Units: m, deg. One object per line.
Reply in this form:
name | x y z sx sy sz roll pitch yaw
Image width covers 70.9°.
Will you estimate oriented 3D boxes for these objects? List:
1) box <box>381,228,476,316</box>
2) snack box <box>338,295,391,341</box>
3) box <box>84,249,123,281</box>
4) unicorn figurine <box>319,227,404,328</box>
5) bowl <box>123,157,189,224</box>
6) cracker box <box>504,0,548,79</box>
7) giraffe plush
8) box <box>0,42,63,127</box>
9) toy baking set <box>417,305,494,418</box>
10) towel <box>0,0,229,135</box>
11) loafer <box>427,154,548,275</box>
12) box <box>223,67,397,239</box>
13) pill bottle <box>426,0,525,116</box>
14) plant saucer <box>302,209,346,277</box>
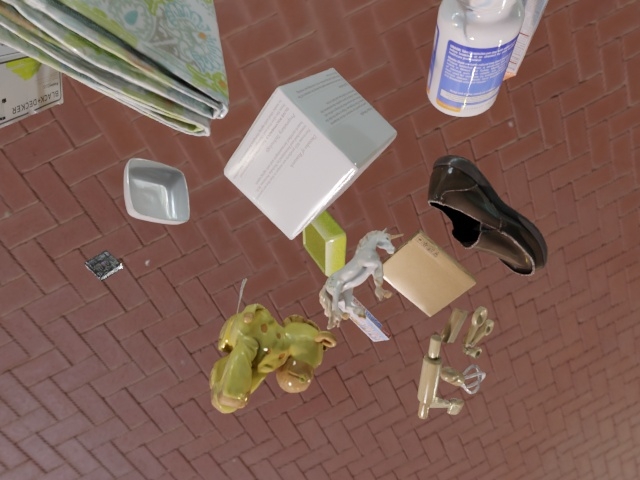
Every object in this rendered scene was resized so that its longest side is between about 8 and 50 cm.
box | 0.268 0.089 1.152 0.201 0.021 0.164 40 120 -9
snack box | 0.122 0.223 1.274 0.178 0.022 0.064 46 141 -18
box | -0.580 0.066 1.204 0.067 0.083 0.018 -40 143 -32
unicorn figurine | 0.060 0.046 0.634 0.162 0.111 0.060 -30 131 6
bowl | -0.363 -0.100 0.982 0.053 0.142 0.142 -26 156 36
cracker box | 0.445 -0.492 1.038 0.067 0.156 0.232 21 102 -2
giraffe plush | -0.074 0.186 0.750 0.170 0.181 0.210 17 91 -19
box | -0.524 -0.241 0.588 0.289 0.169 0.087 15 119 -4
toy baking set | 0.239 0.226 0.782 0.196 0.030 0.256 -10 115 -37
towel | -0.273 -0.346 0.583 0.090 0.375 0.320 -24 156 27
loafer | 0.213 -0.016 0.600 0.220 0.080 0.078 40 76 -17
box | -0.007 -0.077 0.394 0.087 0.101 0.102 44 129 0
pill bottle | 0.293 -0.382 0.856 0.152 0.152 0.272 -19 153 -5
plant saucer | 0.000 0.000 1.208 0.045 0.188 0.188 -21 138 -20
